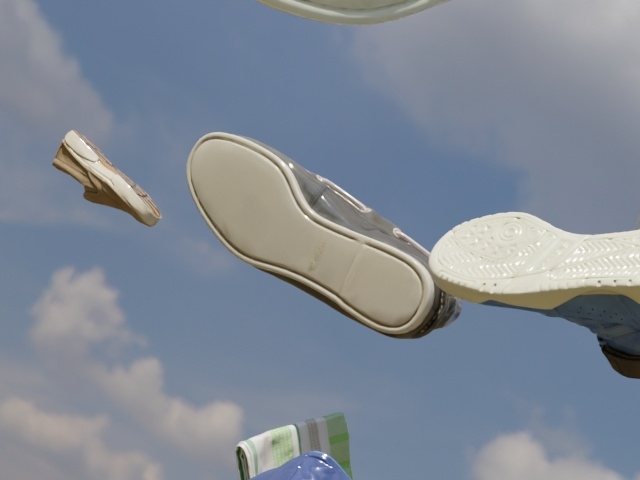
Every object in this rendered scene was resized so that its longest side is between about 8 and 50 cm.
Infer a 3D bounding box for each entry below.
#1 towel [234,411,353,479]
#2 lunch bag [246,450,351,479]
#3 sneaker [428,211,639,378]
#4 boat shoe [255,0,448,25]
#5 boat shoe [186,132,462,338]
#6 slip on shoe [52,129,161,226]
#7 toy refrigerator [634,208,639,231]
[{"bbox_3d":[-0.020,0.240,1.642,0.023,0.113,0.152,-2,6,44],"label":"towel"},{"bbox_3d":[-0.023,0.166,0.880,0.067,0.065,0.098,50,-47,-7],"label":"lunch bag"},{"bbox_3d":[0.133,0.032,0.821,0.152,0.058,0.084,-1,-42,27],"label":"sneaker"},{"bbox_3d":[0.028,-0.189,0.965,0.319,0.116,0.099,-10,14,-38],"label":"boat shoe"},{"bbox_3d":[0.000,0.000,1.654,0.335,0.112,0.095,34,10,30],"label":"boat shoe"},{"bbox_3d":[-0.203,-0.050,1.543,0.135,0.041,0.051,42,3,23],"label":"slip on shoe"},{"bbox_3d":[0.375,-0.028,1.649,0.094,0.102,0.269,8,-49,4],"label":"toy refrigerator"}]
